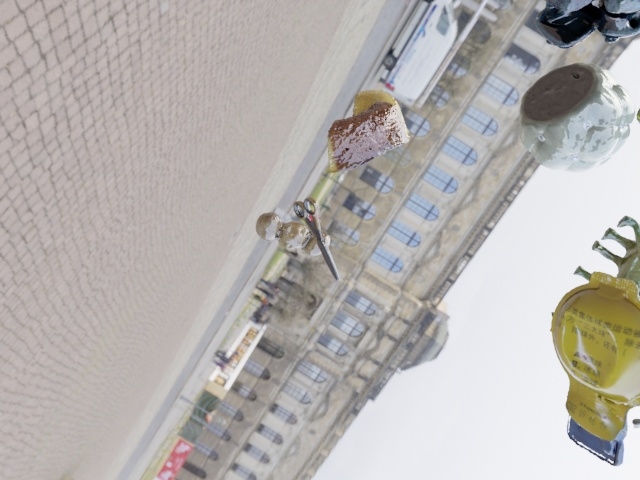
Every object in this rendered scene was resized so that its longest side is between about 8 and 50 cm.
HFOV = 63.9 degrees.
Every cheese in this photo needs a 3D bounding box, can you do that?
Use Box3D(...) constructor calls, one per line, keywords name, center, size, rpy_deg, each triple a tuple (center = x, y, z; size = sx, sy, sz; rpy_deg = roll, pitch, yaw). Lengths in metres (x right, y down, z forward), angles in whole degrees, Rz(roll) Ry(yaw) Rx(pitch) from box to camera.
Box3D(name="cheese", center=(0.389, 0.177, 0.713), size=(0.177, 0.069, 0.270), rpy_deg=(24, -64, 61))

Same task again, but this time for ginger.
Box3D(name="ginger", center=(-0.074, -0.016, 1.368), size=(0.104, 0.204, 0.080), rpy_deg=(131, -23, -64))

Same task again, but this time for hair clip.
Box3D(name="hair clip", center=(0.542, -0.475, 0.910), size=(0.310, 0.206, 0.194), rpy_deg=(-51, 146, -4))

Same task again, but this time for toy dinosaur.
Box3D(name="toy dinosaur", center=(0.694, 0.091, 1.034), size=(0.087, 0.301, 0.447), rpy_deg=(-38, 159, -42))

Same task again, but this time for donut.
Box3D(name="donut", center=(0.120, -0.266, 1.189), size=(0.295, 0.151, 0.112), rpy_deg=(-59, 142, -45))

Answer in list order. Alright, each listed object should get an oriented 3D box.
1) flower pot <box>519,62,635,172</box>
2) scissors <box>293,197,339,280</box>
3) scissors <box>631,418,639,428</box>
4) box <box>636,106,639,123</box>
Box3D(name="flower pot", center=(0.582, -0.274, 1.179), size=(0.246, 0.195, 0.246), rpy_deg=(-31, -142, 28))
Box3D(name="scissors", center=(0.000, 0.000, 1.250), size=(0.017, 0.220, 0.088), rpy_deg=(-30, -170, -37))
Box3D(name="scissors", center=(0.232, 0.080, 0.267), size=(0.100, 0.015, 0.189), rpy_deg=(-26, 162, -24))
Box3D(name="box", center=(0.883, -0.253, 1.207), size=(0.345, 0.134, 0.097), rpy_deg=(-76, -177, -61))
